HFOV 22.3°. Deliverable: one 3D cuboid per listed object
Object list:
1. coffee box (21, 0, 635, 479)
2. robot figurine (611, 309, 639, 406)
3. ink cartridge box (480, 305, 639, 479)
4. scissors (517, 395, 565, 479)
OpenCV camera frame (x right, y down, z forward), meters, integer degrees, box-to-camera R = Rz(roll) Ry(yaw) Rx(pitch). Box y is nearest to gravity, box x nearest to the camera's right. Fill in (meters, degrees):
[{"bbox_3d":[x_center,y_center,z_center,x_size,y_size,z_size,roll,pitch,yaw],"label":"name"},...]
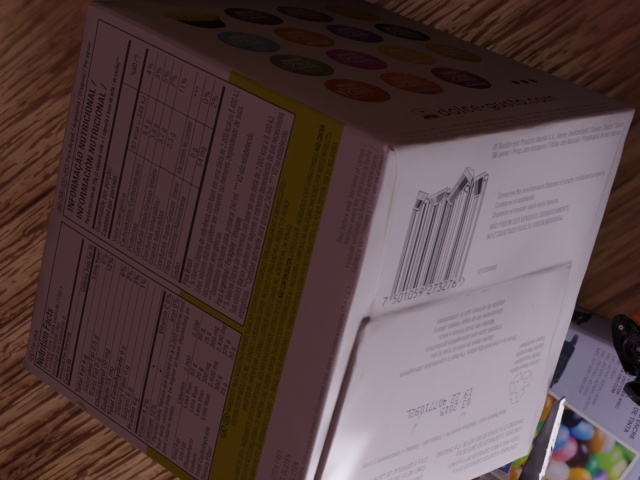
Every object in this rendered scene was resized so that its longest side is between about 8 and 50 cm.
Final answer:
[{"bbox_3d":[0.000,0.000,1.376,0.334,0.338,0.338,28,115,35],"label":"coffee box"},{"bbox_3d":[0.390,0.112,1.389,0.211,0.085,0.291,-45,62,5],"label":"robot figurine"},{"bbox_3d":[0.250,0.169,1.526,0.311,0.065,0.185,24,112,12],"label":"ink cartridge box"},{"bbox_3d":[0.197,0.251,1.531,0.109,0.021,0.297,37,135,5],"label":"scissors"}]
